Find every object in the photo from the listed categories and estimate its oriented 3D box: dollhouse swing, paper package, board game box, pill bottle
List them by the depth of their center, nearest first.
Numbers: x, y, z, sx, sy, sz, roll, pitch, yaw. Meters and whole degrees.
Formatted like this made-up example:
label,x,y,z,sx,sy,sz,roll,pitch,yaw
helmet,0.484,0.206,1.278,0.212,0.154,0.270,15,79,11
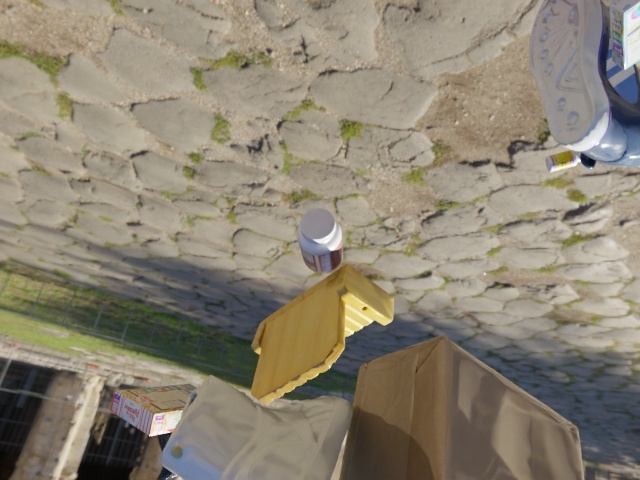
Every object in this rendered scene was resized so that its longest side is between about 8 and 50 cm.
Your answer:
label,x,y,z,sx,sy,sz,roll,pitch,yaw
board game box,0.445,-0.303,0.580,0.154,0.026,0.103,-35,142,14
paper package,0.187,0.333,0.588,0.324,0.310,0.168,35,141,-25
board game box,-0.315,0.352,0.981,0.146,0.045,0.193,8,175,38
pill bottle,0.629,-0.207,1.190,0.083,0.044,0.043,-15,149,14
dollhouse swing,0.017,0.296,1.252,0.346,0.305,0.315,-36,129,24
pill bottle,0.000,0.000,1.272,0.121,0.121,0.216,8,157,7

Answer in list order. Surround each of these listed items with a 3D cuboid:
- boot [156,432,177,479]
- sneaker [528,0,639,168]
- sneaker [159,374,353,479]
label,x,y,z,sx,sy,sz,roll,pitch,yaw
boot,-0.348,0.486,1.051,0.045,0.099,0.121,7,131,-50
sneaker,0.505,-0.279,0.803,0.236,0.323,0.130,7,162,-20
sneaker,-0.062,0.202,0.519,0.169,0.108,0.292,30,178,10
